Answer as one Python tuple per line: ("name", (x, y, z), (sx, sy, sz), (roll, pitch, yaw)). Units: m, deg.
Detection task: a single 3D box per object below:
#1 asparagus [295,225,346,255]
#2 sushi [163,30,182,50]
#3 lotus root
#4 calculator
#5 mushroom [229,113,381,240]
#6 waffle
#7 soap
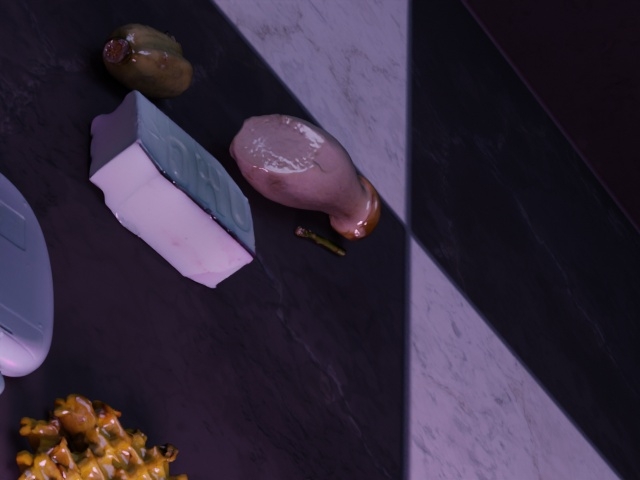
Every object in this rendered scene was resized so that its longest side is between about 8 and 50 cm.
("asparagus", (0.000, 0.000, 2.238), (0.127, 0.015, 0.018), (26, 37, -53))
("sushi", (-0.212, -0.262, 2.089), (0.046, 0.044, 0.083), (53, 24, -11))
("lotus root", (-0.233, -0.234, 1.964), (0.090, 0.077, 0.183), (57, 18, 16))
("calculator", (-0.330, 0.030, 1.462), (0.185, 0.041, 0.298), (42, 26, -36))
("mushroom", (-0.017, -0.096, 2.195), (0.350, 0.128, 0.128), (33, 33, -55))
("waffle", (-0.200, 0.257, 1.438), (0.229, 0.051, 0.231), (40, 29, -45))
("soap", (-0.175, -0.058, 1.844), (0.230, 0.091, 0.145), (40, 28, -36))
